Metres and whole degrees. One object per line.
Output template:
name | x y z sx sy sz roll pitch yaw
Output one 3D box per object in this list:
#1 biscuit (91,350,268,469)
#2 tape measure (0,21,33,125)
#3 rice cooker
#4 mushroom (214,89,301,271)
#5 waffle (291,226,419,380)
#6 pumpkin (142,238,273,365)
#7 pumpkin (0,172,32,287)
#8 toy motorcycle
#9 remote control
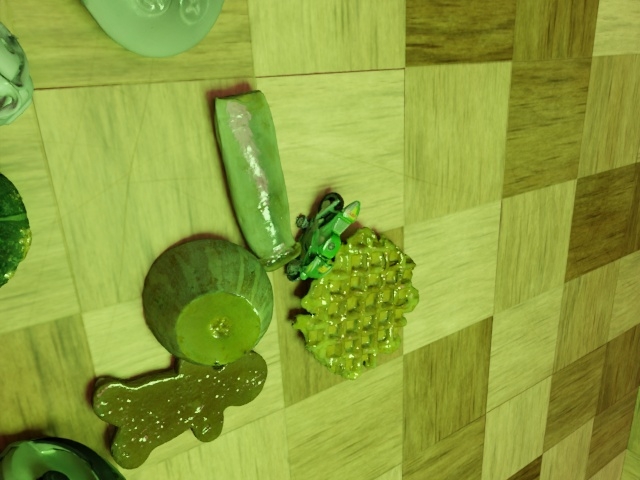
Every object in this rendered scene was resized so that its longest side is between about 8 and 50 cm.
biscuit | -0.235 0.278 0.878 0.301 0.049 0.197 -17 113 -28
tape measure | -0.409 -0.208 0.516 0.236 0.197 0.120 40 76 -15
rice cooker | -0.402 0.418 0.713 0.226 0.226 0.244 35 86 -36
mushroom | -0.106 -0.092 0.833 0.099 0.081 0.312 -23 112 -28
waffle | 0.090 0.135 1.038 0.302 0.068 0.325 -51 130 -12
pumpkin | -0.176 0.111 0.782 0.217 0.110 0.218 -2 99 -13
pumpkin | -0.448 -0.013 0.582 0.190 0.146 0.190 -13 113 -31
toy motorcycle | 0.000 0.000 0.913 0.074 0.106 0.190 29 89 -37
remote control | -0.228 -0.383 0.598 0.221 0.103 0.332 -53 147 -16
